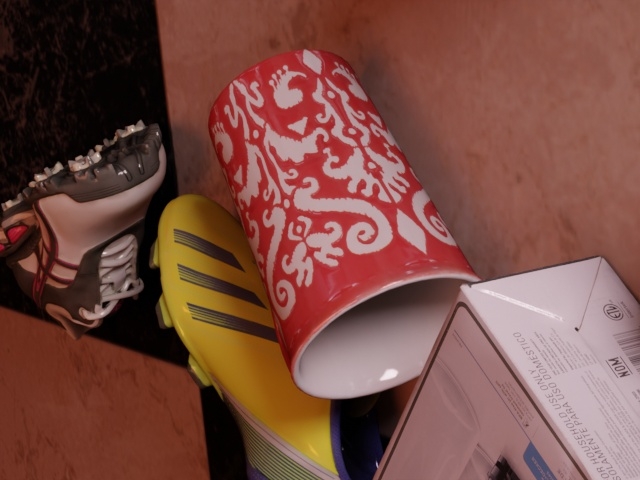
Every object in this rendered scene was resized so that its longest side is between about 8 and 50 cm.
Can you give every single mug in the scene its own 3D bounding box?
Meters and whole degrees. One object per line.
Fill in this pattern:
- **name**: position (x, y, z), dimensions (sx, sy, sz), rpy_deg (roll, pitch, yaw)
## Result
- **mug**: position (-0.005, -0.003, 0.987), dimensions (0.150, 0.113, 0.169), rpy_deg (-41, 57, 27)

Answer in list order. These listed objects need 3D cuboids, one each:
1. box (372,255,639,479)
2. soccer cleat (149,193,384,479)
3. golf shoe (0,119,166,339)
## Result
- **box**: position (0.101, 0.169, 0.897), dimensions (0.169, 0.087, 0.290), rpy_deg (58, 145, 33)
- **soccer cleat**: position (-0.016, 0.077, 1.098), dimensions (0.121, 0.093, 0.289), rpy_deg (-39, 57, 24)
- **golf shoe**: position (-0.159, -0.006, 1.302), dimensions (0.120, 0.105, 0.273), rpy_deg (61, 155, -1)
